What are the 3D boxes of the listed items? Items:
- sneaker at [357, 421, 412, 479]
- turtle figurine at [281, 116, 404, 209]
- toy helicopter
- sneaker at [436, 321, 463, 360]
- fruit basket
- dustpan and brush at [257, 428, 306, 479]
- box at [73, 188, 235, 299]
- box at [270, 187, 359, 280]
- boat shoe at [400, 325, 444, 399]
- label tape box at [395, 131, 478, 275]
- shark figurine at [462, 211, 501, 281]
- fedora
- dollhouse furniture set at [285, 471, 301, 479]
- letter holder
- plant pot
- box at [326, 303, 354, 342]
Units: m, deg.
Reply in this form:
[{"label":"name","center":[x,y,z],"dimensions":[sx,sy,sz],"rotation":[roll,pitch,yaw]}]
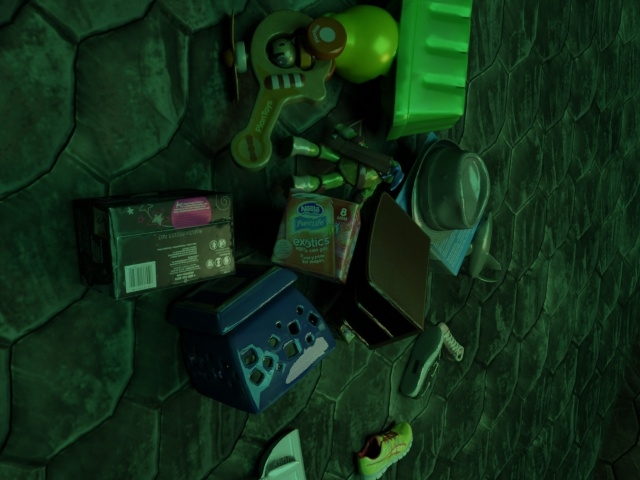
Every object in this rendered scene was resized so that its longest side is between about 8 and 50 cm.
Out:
[{"label":"sneaker","center":[0.177,0.563,1.775],"dimensions":[0.208,0.081,0.094],"rotation":[-38,119,-34]},{"label":"turtle figurine","center":[0.031,-0.161,1.498],"dimensions":[0.266,0.275,0.198],"rotation":[1,120,-25]},{"label":"toy helicopter","center":[-0.108,-0.307,1.289],"dimensions":[0.235,0.140,0.355],"rotation":[21,75,-6]},{"label":"sneaker","center":[0.397,0.310,1.961],"dimensions":[0.051,0.070,0.134],"rotation":[-35,119,-34]},{"label":"fruit basket","center":[0.156,-0.435,1.515],"dimensions":[0.283,0.392,0.392],"rotation":[44,56,-89]},{"label":"dustpan and brush","center":[-0.114,0.540,1.488],"dimensions":[0.211,0.060,0.147],"rotation":[-12,97,-34]},{"label":"box","center":[-0.295,-0.002,1.169],"dimensions":[0.247,0.142,0.163],"rotation":[-11,106,-42]},{"label":"box","center":[0.000,0.000,1.356],"dimensions":[0.300,0.142,0.154],"rotation":[60,44,-82]},{"label":"boat shoe","center":[0.303,0.355,1.875],"dimensions":[0.070,0.077,0.219],"rotation":[33,81,-42]},{"label":"label tape box","center":[0.300,-0.097,1.770],"dimensions":[0.347,0.115,0.249],"rotation":[41,67,-38]},{"label":"shark figurine","center":[0.485,0.069,1.922],"dimensions":[0.166,0.116,0.278],"rotation":[-51,151,-31]},{"label":"fedora","center":[0.345,-0.120,1.645],"dimensions":[0.243,0.124,0.276],"rotation":[5,92,-44]},{"label":"dollhouse furniture set","center":[-0.063,0.643,1.589],"dimensions":[0.076,0.058,0.152],"rotation":[-33,100,-28]},{"label":"letter holder","center":[0.132,0.062,1.521],"dimensions":[0.214,0.152,0.302],"rotation":[44,38,-27]},{"label":"plant pot","center":[-0.148,0.175,1.289],"dimensions":[0.236,0.236,0.212],"rotation":[-37,114,-34]},{"label":"box","center":[0.090,0.177,1.643],"dimensions":[0.169,0.054,0.059],"rotation":[-49,127,-29]}]
